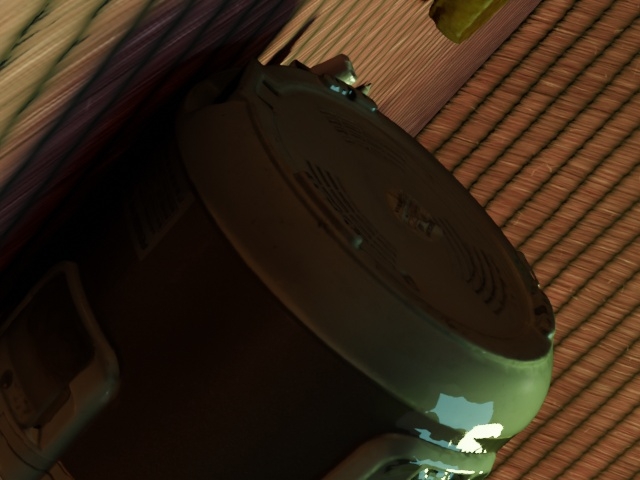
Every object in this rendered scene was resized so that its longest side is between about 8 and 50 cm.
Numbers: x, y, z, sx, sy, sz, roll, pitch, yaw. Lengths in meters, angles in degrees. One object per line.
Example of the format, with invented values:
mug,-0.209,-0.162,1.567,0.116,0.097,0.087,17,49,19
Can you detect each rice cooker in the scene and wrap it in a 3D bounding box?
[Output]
rice cooker,-0.045,0.085,0.934,0.325,0.335,0.335,-46,177,21

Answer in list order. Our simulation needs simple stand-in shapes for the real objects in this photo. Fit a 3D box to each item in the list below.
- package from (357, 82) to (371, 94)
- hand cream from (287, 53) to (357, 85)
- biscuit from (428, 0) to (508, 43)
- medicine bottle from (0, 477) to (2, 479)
package,0.037,-0.165,1.630,0.037,0.015,0.110,-53,176,22
hand cream,-0.075,-0.063,1.095,0.257,0.050,0.084,-40,177,16
biscuit,0.261,-0.368,1.474,0.394,0.070,0.350,-45,179,-11
medicine bottle,-0.360,0.312,1.653,0.296,0.111,0.161,-43,175,-23
